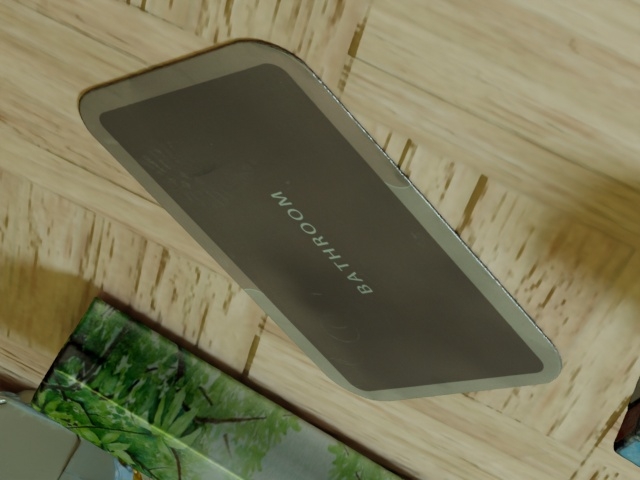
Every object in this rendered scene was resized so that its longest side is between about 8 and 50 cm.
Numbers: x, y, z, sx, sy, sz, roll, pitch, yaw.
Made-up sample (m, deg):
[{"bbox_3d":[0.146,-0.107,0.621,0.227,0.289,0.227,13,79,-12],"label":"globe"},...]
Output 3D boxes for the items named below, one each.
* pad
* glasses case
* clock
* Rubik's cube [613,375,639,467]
[{"bbox_3d":[0.000,0.000,1.019,0.176,0.002,0.266,-11,131,46],"label":"pad"},{"bbox_3d":[-0.044,0.137,1.192,0.272,0.062,0.095,32,154,-5],"label":"glasses case"},{"bbox_3d":[-0.198,0.182,1.336,0.231,0.103,0.144,24,149,11],"label":"clock"},{"bbox_3d":[0.205,0.069,0.874,0.092,0.092,0.092,33,148,-6],"label":"Rubik's cube"}]
